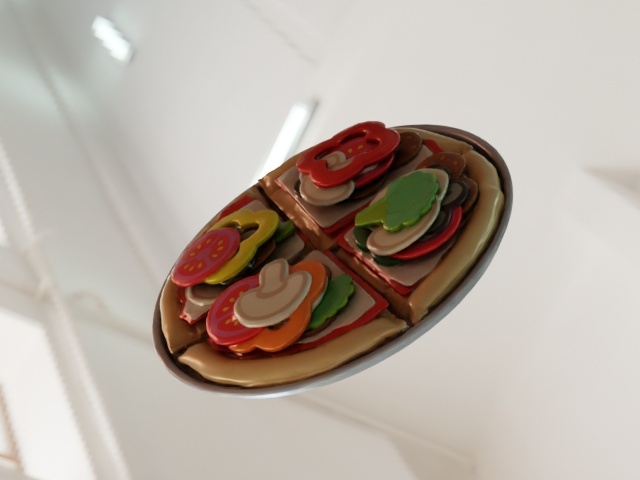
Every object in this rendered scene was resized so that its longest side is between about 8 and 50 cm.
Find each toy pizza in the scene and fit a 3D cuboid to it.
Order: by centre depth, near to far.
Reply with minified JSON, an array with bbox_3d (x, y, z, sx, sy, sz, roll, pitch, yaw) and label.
[{"bbox_3d":[0.000,0.000,0.895,0.201,0.032,0.201,-21,-148,14],"label":"toy pizza"}]
